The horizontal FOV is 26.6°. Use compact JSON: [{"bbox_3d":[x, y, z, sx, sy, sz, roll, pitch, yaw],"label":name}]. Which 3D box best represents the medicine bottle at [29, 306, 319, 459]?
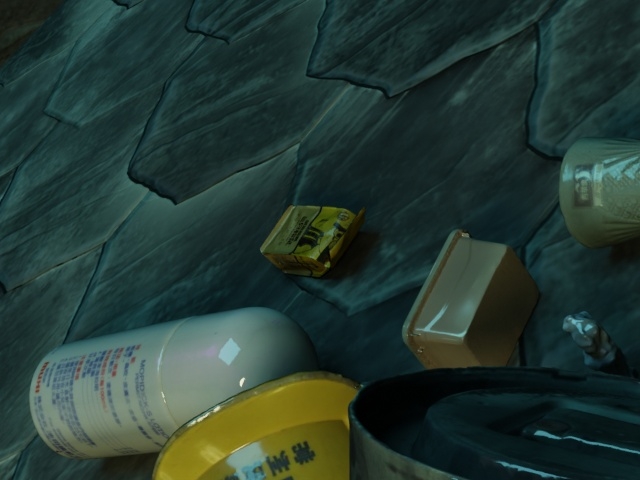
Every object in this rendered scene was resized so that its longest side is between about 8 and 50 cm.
[{"bbox_3d":[-0.143,0.144,1.349,0.341,0.130,0.130,-14,41,43],"label":"medicine bottle"}]

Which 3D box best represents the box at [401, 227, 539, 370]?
[{"bbox_3d":[0.132,0.060,1.160,0.062,0.089,0.122,6,56,42],"label":"box"}]

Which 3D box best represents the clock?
[{"bbox_3d":[0.166,0.141,0.824,0.312,0.312,0.061,18,105,58],"label":"clock"}]

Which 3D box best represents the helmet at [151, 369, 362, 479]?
[{"bbox_3d":[-0.011,0.225,1.018,0.205,0.257,0.140,-24,58,-5],"label":"helmet"}]

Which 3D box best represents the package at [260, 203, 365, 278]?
[{"bbox_3d":[0.000,0.000,1.437,0.131,0.047,0.071,2,51,51],"label":"package"}]

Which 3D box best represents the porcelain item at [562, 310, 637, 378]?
[{"bbox_3d":[0.212,0.084,1.028,0.028,0.083,0.036,-37,26,10],"label":"porcelain item"}]

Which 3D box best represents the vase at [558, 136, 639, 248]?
[{"bbox_3d":[0.306,-0.049,1.075,0.219,0.096,0.096,-6,47,44],"label":"vase"}]
